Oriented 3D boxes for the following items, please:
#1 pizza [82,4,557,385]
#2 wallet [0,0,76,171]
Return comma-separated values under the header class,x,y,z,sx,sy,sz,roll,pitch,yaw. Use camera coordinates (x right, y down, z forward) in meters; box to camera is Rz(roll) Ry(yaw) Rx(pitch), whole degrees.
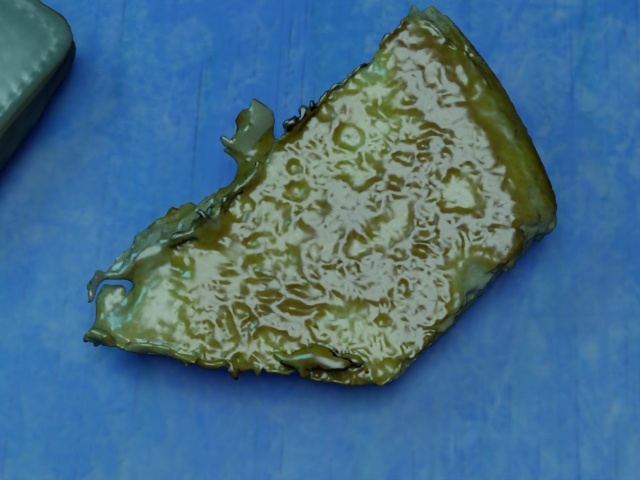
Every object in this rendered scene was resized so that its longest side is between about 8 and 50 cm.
class,x,y,z,sx,sy,sz,roll,pitch,yaw
pizza,0.000,0.000,1.025,0.297,0.071,0.189,-37,83,-10
wallet,-0.347,-0.133,1.089,0.360,0.083,0.252,31,76,13
